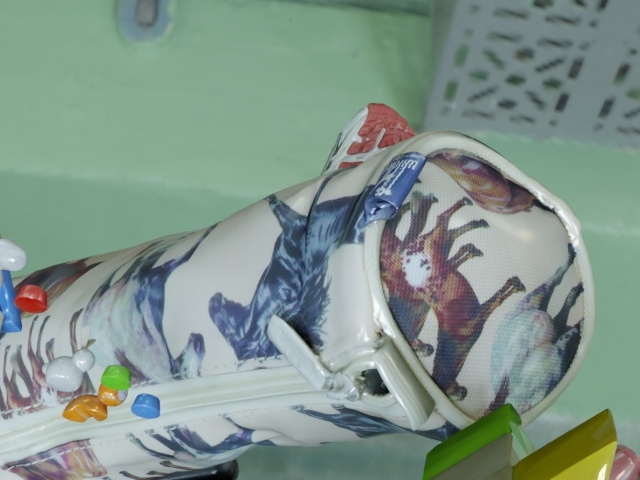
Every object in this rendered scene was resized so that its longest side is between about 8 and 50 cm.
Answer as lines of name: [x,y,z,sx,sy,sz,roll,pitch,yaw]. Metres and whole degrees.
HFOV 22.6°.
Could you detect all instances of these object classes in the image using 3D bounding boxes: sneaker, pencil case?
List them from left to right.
pencil case: [-0.053,0.062,0.929,0.183,0.410,0.160,-25,95,-47]
sneaker: [0.000,0.000,1.191,0.088,0.225,0.093,10,20,-40]

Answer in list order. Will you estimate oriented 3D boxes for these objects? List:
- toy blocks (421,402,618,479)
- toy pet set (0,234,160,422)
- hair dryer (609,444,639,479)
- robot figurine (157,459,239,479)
toy blocks: [0.101,0.243,0.593,0.190,0.381,0.261,-33,95,12]
toy pet set: [-0.149,0.036,0.804,0.114,0.122,0.065,-6,54,24]
hair dryer: [0.167,0.286,1.275,0.080,0.223,0.293,25,79,36]
robot figurine: [-0.115,0.290,1.301,0.278,0.174,0.209,-10,15,15]
